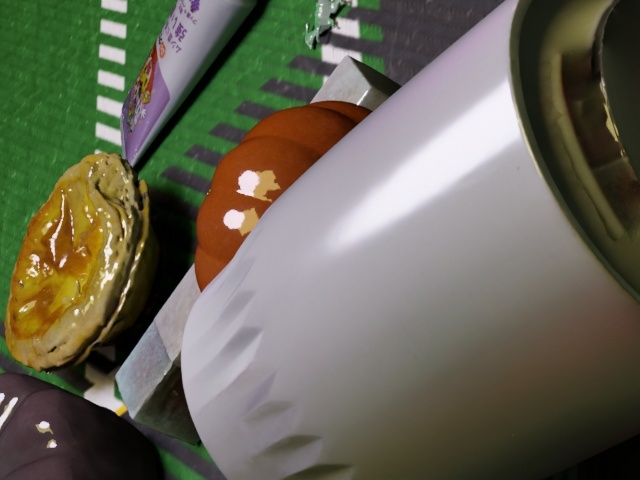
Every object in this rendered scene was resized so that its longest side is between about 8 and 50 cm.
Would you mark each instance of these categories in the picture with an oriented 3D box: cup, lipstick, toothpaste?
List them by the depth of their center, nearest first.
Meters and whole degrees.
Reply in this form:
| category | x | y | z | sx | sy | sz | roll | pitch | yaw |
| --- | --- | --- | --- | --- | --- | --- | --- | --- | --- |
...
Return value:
| category | x | y | z | sx | sy | sz | roll | pitch | yaw |
| --- | --- | --- | --- | --- | --- | --- | --- | --- | --- |
| cup | 0.102 | 0.026 | 1.159 | 0.371 | 0.253 | 0.253 | -38 | 40 | 41 |
| lipstick | -0.046 | 0.012 | 1.704 | 0.371 | 0.079 | 0.076 | -53 | 32 | 15 |
| toothpaste | -0.143 | -0.201 | 2.021 | 0.299 | 0.073 | 0.114 | -53 | 32 | 31 |

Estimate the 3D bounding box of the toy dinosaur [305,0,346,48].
| category | x | y | z | sx | sy | sz | roll | pitch | yaw |
| --- | --- | --- | --- | --- | --- | --- | --- | --- | --- |
| toy dinosaur | 0.002 | -0.226 | 1.864 | 0.062 | 0.021 | 0.083 | -47 | 34 | 47 |

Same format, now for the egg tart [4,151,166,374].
| category | x | y | z | sx | sy | sz | roll | pitch | yaw |
| --- | --- | --- | --- | --- | --- | --- | --- | --- | --- |
| egg tart | -0.232 | 0.029 | 1.938 | 0.241 | 0.106 | 0.241 | -34 | 44 | 41 |

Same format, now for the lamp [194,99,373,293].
| category | x | y | z | sx | sy | sz | roll | pitch | yaw |
| --- | --- | --- | --- | --- | --- | --- | --- | --- | --- |
| lamp | 0.000 | 0.000 | 1.517 | 0.196 | 0.223 | 0.223 | 17 | 81 | 34 |

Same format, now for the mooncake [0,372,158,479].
| category | x | y | z | sx | sy | sz | roll | pitch | yaw |
| --- | --- | --- | --- | --- | --- | --- | --- | --- | --- |
| mooncake | -0.279 | 0.267 | 1.771 | 0.306 | 0.154 | 0.306 | -26 | 45 | 30 |

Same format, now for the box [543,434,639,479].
| category | x | y | z | sx | sy | sz | roll | pitch | yaw |
| --- | --- | --- | --- | --- | --- | --- | --- | --- | --- |
| box | 0.173 | 0.156 | 1.269 | 0.373 | 0.090 | 0.367 | -28 | 46 | 44 |
